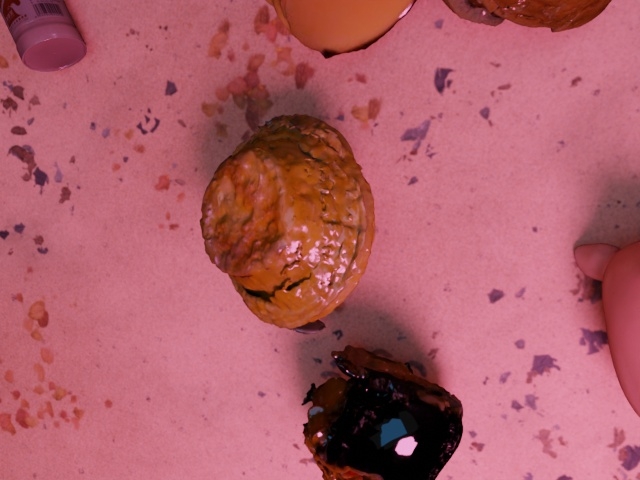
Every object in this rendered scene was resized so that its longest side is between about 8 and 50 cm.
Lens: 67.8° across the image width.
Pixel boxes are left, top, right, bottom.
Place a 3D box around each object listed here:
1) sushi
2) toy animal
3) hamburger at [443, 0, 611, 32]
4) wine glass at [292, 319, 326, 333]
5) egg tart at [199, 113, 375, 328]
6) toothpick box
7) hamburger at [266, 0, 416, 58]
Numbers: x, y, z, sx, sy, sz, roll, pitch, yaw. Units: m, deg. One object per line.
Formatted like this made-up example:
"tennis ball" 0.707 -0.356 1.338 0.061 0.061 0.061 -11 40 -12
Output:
"sushi" 0.076 0.266 0.654 0.200 0.213 0.204 22 87 32
"toy animal" 0.448 0.112 0.543 0.212 0.195 0.256 -14 90 6
"hamburger" 0.261 -0.365 0.503 0.134 0.265 0.285 48 130 40
"wine glass" 0.000 0.000 0.696 0.074 0.074 0.263 13 98 11
"egg tart" -0.065 -0.028 0.630 0.293 0.123 0.294 -2 86 39
"toothpick box" -0.444 -0.356 0.742 0.098 0.098 0.149 -25 91 14
"hamburger" 0.015 -0.358 0.579 0.237 0.237 0.149 -36 67 14
